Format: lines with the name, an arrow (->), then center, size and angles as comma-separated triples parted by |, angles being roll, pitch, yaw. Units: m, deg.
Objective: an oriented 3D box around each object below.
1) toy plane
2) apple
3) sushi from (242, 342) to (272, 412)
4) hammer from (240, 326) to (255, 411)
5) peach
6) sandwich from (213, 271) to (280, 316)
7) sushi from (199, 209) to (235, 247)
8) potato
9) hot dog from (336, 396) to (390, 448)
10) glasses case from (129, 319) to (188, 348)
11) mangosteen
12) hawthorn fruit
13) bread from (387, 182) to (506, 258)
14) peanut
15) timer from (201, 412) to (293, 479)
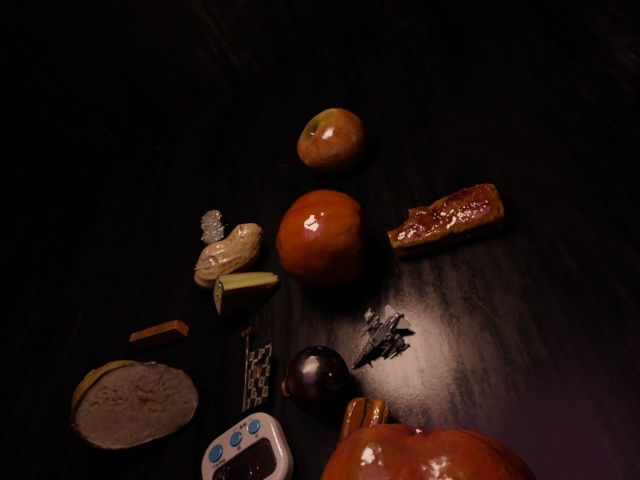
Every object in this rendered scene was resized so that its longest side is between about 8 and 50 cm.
toy plane -> 0.174, 0.294, 1.295 | 0.160, 0.082, 0.234 | 41, 79, 17
apple -> 0.059, -0.412, 1.848 | 0.309, 0.250, 0.277 | 4, 69, 57
sushi -> -0.194, 0.449, 1.403 | 0.139, 0.031, 0.200 | -33, 41, 37
hammer -> -0.250, 0.429, 1.449 | 0.058, 0.029, 0.291 | -40, 39, 35
peach -> 0.000, 0.000, 1.469 | 0.302, 0.342, 0.342 | 1, 53, 8
sandwich -> -0.277, 0.188, 1.614 | 0.236, 0.128, 0.122 | -3, 35, -31
sushi -> -0.444, -0.040, 1.898 | 0.147, 0.115, 0.212 | -32, 46, 7
potato -> -0.640, 0.506, 1.486 | 0.398, 0.289, 0.296 | -22, 14, -14
hot dog -> 0.097, 0.571, 1.094 | 0.135, 0.100, 0.337 | -8, 49, 35
glasses case -> -0.633, 0.368, 1.694 | 0.219, 0.075, 0.049 | -18, 44, 16
mangosteen -> -0.025, 0.409, 1.253 | 0.231, 0.194, 0.194 | -33, 37, 41
hawthorn fruit -> 0.194, 0.572, 0.798 | 0.473, 0.471, 0.471 | -16, 48, 18
bread -> 0.410, -0.072, 1.444 | 0.381, 0.109, 0.185 | -19, 47, 17
peanut -> -0.363, 0.070, 1.731 | 0.340, 0.158, 0.174 | -31, 83, -1
timer -> -0.206, 0.638, 1.217 | 0.262, 0.087, 0.237 | -35, 44, 0
